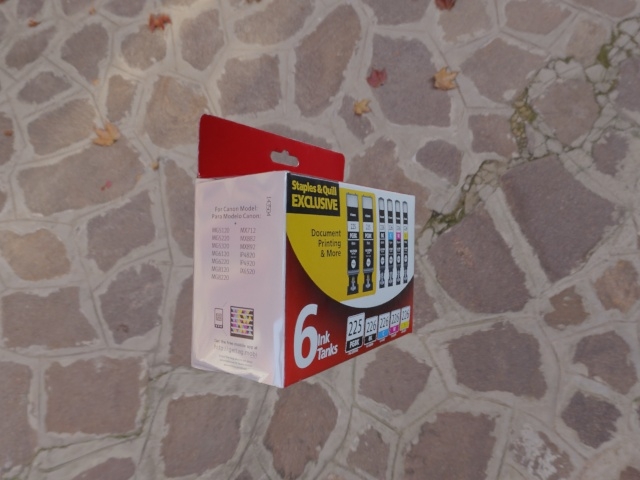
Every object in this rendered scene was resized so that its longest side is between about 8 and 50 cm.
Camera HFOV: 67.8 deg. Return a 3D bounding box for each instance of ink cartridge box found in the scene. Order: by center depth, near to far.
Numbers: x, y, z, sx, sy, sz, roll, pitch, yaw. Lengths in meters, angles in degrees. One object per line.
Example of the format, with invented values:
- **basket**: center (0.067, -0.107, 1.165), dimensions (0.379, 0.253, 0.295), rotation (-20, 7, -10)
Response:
- **ink cartridge box**: center (0.000, 0.000, 0.589), dimensions (0.130, 0.310, 0.271), rotation (1, 92, 33)
